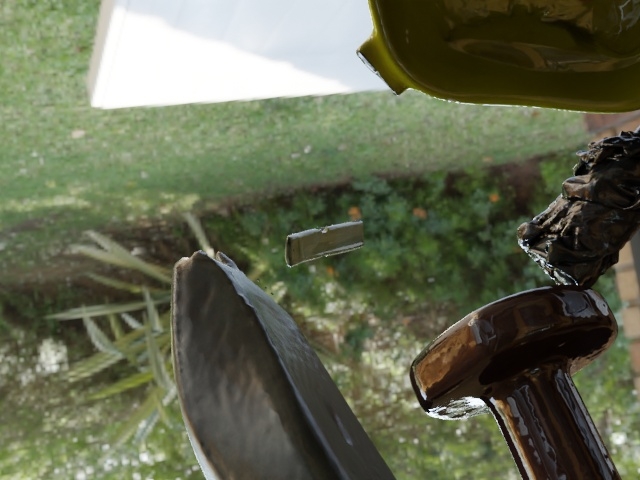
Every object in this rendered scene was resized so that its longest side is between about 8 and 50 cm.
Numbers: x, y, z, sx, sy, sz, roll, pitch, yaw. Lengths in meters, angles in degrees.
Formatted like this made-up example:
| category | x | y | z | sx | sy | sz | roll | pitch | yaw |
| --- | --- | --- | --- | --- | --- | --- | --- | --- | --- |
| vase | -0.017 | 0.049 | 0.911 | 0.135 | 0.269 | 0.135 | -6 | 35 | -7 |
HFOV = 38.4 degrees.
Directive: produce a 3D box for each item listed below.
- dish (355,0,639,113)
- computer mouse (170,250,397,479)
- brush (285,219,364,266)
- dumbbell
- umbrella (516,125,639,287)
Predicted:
| category | x | y | z | sx | sy | sz | roll | pitch | yaw |
| --- | --- | --- | --- | --- | --- | --- | --- | --- | --- |
| dish | 0.153 | -0.201 | 0.639 | 0.262 | 0.221 | 0.108 | -4 | -165 | 8 |
| computer mouse | -0.036 | 0.161 | 0.769 | 0.121 | 0.371 | 0.188 | -34 | 148 | 5 |
| brush | 0.000 | 0.000 | 0.979 | 0.030 | 0.033 | 0.178 | 11 | -169 | 26 |
| dumbbell | 0.153 | 0.148 | 0.554 | 0.124 | 0.226 | 0.140 | 3 | 145 | -37 |
| umbrella | 0.228 | -0.064 | 0.633 | 0.224 | 0.071 | 0.080 | -45 | -161 | -1 |
